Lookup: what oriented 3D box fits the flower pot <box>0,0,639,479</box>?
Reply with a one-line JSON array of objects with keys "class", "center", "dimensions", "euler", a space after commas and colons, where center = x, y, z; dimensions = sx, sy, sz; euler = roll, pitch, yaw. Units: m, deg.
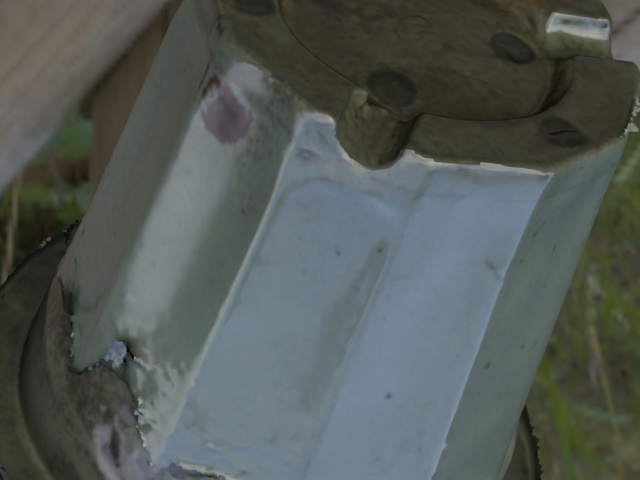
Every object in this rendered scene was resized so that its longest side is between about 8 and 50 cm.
[{"class": "flower pot", "center": [0.000, 0.000, 0.864], "dimensions": [0.290, 0.290, 0.259], "euler": [7, 132, -16]}]
